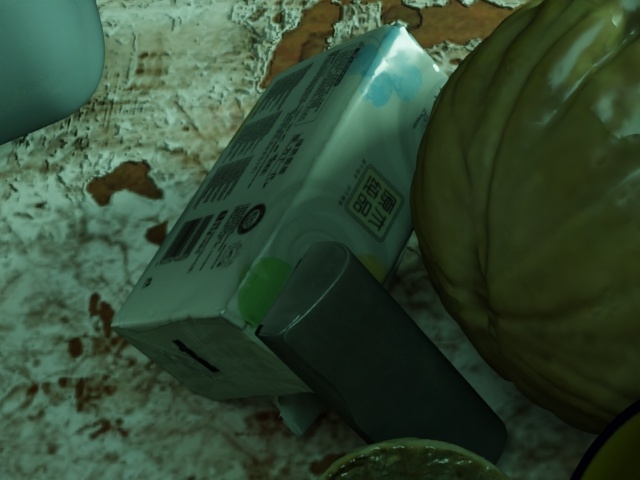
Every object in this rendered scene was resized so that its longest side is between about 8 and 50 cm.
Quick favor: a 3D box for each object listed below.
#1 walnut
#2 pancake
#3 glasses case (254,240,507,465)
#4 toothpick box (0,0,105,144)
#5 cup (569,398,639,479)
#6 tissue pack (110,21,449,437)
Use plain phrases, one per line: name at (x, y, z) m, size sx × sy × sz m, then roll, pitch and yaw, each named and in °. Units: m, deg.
walnut at (0.222, -0.030, 0.678) m, size 0.333 × 0.333 × 0.333 m, roll -4°, pitch 58°, yaw 7°
pancake at (0.053, 0.184, 0.678) m, size 0.152 × 0.025 × 0.151 m, roll 0°, pitch 99°, yaw 1°
glasses case at (0.041, 0.083, 0.695) m, size 0.042 × 0.190 × 0.072 m, roll 11°, pitch 60°, yaw 50°
toothpick box at (-0.315, -0.166, 0.862) m, size 0.355 × 0.263 × 0.263 m, roll -22°, pitch 58°, yaw -6°
cup at (0.235, 0.209, 0.576) m, size 0.256 × 0.255 × 0.178 m, roll 23°, pitch 50°, yaw -18°
tissue pack at (0.000, 0.000, 0.782) m, size 0.159 × 0.145 × 0.229 m, roll -13°, pitch 43°, yaw 55°
